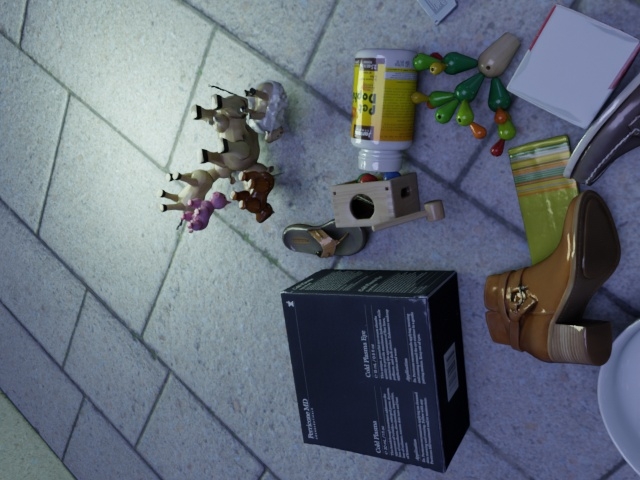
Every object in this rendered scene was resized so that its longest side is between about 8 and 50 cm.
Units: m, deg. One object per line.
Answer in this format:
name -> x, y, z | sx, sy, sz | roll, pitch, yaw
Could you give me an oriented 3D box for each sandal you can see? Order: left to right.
sandal -> 0.000, 0.000, 1.155 | 0.219, 0.060, 0.090 | 1, 118, 31

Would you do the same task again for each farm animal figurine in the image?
farm animal figurine -> -0.195, -0.173, 1.188 | 0.330, 0.172, 0.327 | 7, 94, 38

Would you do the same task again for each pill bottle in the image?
pill bottle -> 0.116, -0.239, 0.995 | 0.117, 0.117, 0.215 | 11, 108, 29

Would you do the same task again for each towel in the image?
towel -> 0.399, -0.056, 0.931 | 0.102, 0.021, 0.237 | -9, 99, 39

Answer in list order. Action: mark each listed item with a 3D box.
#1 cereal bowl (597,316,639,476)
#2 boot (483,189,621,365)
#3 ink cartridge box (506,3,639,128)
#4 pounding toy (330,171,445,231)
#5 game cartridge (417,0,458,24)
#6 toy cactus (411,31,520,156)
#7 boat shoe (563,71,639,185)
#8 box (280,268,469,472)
cereal bowl -> 0.607, 0.238, 0.790 | 0.339, 0.141, 0.339 | 13, 109, 42
boot -> 0.382, 0.063, 0.916 | 0.220, 0.109, 0.283 | -1, 92, 64
ink cartridge box -> 0.379, -0.255, 0.796 | 0.127, 0.176, 0.128 | 33, 119, 17
pounding toy -> 0.127, -0.079, 0.993 | 0.206, 0.181, 0.094 | -2, 101, 32
game cartridge -> 0.203, -0.433, 0.951 | 0.056, 0.017, 0.083 | -39, 81, 36
toy cactus -> 0.268, -0.266, 0.917 | 0.219, 0.112, 0.180 | 43, 99, 13
boat shoe -> 0.492, -0.204, 0.779 | 0.096, 0.116, 0.324 | 42, 115, 19
box -> 0.115, 0.242, 1.089 | 0.312, 0.179, 0.343 | -1, 102, 31
